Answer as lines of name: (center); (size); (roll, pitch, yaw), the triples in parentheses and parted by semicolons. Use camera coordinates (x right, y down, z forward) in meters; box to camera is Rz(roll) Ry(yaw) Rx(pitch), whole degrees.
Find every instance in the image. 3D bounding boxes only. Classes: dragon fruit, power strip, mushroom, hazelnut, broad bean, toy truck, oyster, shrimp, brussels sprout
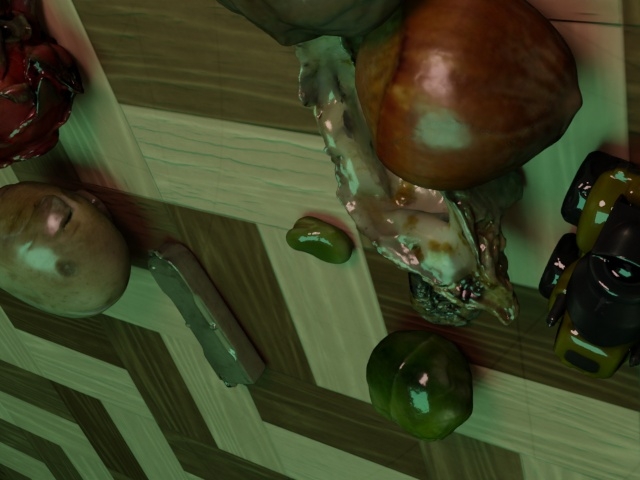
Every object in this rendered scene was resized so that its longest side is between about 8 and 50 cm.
dragon fruit: (-0.405, -0.204, 1.183); (0.192, 0.193, 0.274); (55, 152, 26)
power strip: (-0.176, 0.114, 1.445); (0.080, 0.048, 0.286); (-2, 129, 41)
mushroom: (-0.388, 0.010, 1.400); (0.255, 0.184, 0.255); (23, 140, 21)
hazelnut: (0.118, -0.133, 0.770); (0.182, 0.182, 0.182); (25, 144, 20)
broad bean: (0.000, 0.000, 1.156); (0.083, 0.045, 0.063); (23, 145, 10)
toy truck: (0.265, 0.042, 0.847); (0.147, 0.165, 0.224); (26, 144, 17)
oyster: (0.096, -0.071, 0.929); (0.341, 0.110, 0.166); (43, 140, -2)
shrimp: (0.140, 0.046, 1.095); (0.091, 0.034, 0.161); (5, 141, 24)
brussels sprout: (0.129, 0.178, 1.178); (0.155, 0.117, 0.155); (41, 167, 12)

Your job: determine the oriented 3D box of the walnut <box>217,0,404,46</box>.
walnut: (-0.006, -0.256, 0.709); (0.224, 0.224, 0.224); (25, 144, 20)
